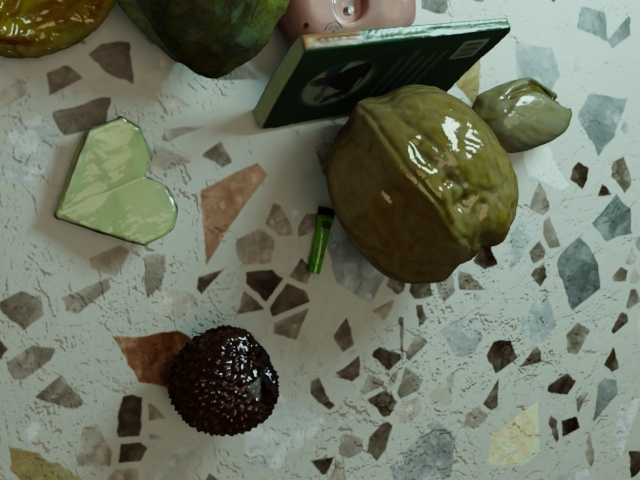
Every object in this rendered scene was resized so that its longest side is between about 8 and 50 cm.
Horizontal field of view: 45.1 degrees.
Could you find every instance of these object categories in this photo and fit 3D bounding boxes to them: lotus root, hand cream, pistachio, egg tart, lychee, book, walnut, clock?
[{"bbox_3d":[-0.157,-0.399,1.112,0.267,0.149,0.260,-55,154,-1],"label":"lotus root"},{"bbox_3d":[0.000,0.000,1.394,0.036,0.023,0.122,12,88,-23],"label":"hand cream"},{"bbox_3d":[0.387,-0.238,1.486,0.238,0.153,0.137,-18,65,-24],"label":"pistachio"},{"bbox_3d":[-0.414,-0.394,1.060,0.295,0.116,0.295,-24,142,-20],"label":"egg tart"},{"bbox_3d":[-0.162,0.236,1.271,0.188,0.188,0.188,-4,99,-25],"label":"lychee"},{"bbox_3d":[0.096,-0.279,1.276,0.371,0.260,0.043,-12,77,-24],"label":"book"},{"bbox_3d":[0.162,-0.102,1.309,0.306,0.306,0.344,-48,112,-12],"label":"walnut"},{"bbox_3d":[0.031,-0.406,1.278,0.241,0.142,0.227,-6,94,-15],"label":"clock"}]

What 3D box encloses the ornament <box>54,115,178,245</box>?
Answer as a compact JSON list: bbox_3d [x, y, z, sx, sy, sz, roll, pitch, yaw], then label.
[{"bbox_3d":[-0.333,-0.078,1.208,0.180,0.059,0.201,-27,105,-19],"label":"ornament"}]
